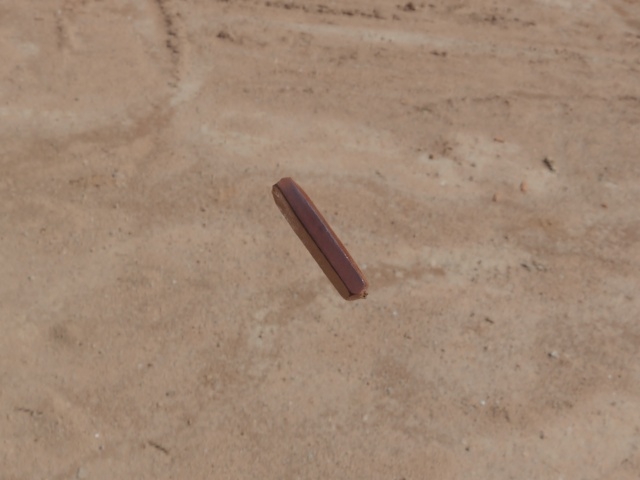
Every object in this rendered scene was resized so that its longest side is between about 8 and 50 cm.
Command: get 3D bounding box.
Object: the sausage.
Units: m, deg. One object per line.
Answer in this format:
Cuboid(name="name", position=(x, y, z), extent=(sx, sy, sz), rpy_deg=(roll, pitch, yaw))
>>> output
Cuboid(name="sausage", position=(0.000, 0.000, 0.755), extent=(0.030, 0.035, 0.147), rpy_deg=(-31, 85, -40))
